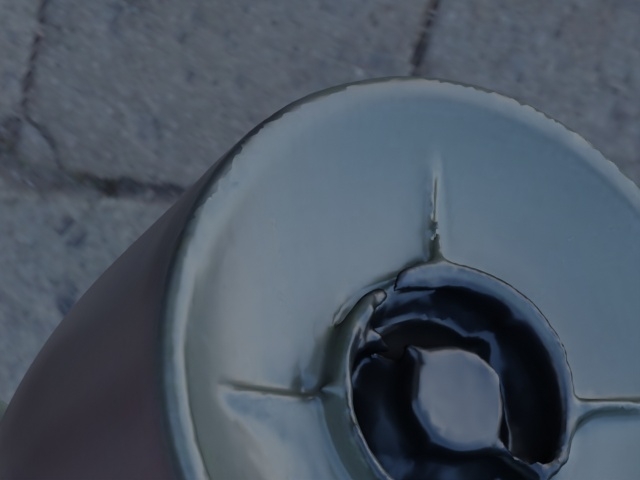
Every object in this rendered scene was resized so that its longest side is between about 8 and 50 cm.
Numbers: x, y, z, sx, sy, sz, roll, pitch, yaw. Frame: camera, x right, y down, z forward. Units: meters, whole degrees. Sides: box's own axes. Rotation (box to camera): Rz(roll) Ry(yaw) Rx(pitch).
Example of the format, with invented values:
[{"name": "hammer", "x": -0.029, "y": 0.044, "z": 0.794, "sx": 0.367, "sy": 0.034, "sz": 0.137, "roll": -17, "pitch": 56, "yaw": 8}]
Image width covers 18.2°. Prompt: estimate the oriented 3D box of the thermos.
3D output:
[{"name": "thermos", "x": -0.019, "y": 0.086, "z": 0.531, "sx": 0.146, "sy": 0.265, "sz": 0.176, "roll": -27, "pitch": 84, "yaw": -34}]
